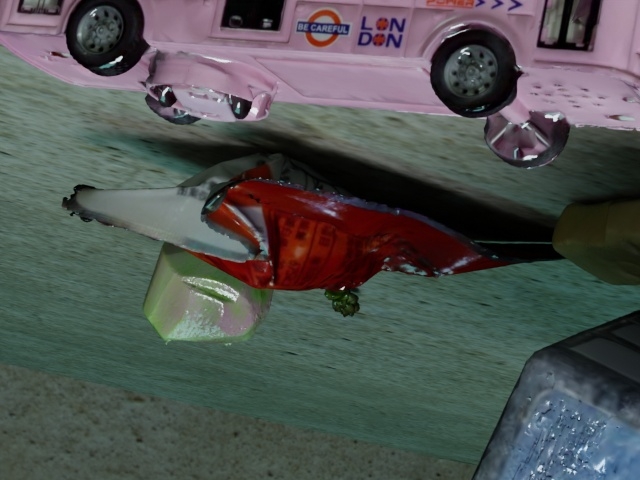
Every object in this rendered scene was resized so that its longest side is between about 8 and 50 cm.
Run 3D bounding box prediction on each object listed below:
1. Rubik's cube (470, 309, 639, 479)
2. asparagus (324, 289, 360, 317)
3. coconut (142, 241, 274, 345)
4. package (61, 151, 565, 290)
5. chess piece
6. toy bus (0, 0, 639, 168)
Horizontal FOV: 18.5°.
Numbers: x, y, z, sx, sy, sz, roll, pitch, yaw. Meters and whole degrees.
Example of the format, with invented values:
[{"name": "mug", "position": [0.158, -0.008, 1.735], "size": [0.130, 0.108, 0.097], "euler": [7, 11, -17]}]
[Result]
[{"name": "Rubik's cube", "position": [0.188, 0.224, 0.841], "size": [0.301, 0.305, 0.304], "euler": [27, -173, 16]}, {"name": "asparagus", "position": [0.012, 0.026, 1.336], "size": [0.024, 0.025, 0.248], "euler": [-31, 170, -4]}, {"name": "coconut", "position": [-0.071, 0.030, 1.298], "size": [0.082, 0.081, 0.083], "euler": [6, -150, -39]}, {"name": "package", "position": [0.000, 0.000, 1.066], "size": [0.194, 0.071, 0.269], "euler": [9, 174, 43]}, {"name": "chess piece", "position": [0.210, 0.031, 1.017], "size": [0.200, 0.090, 0.090], "euler": [32, 160, -33]}, {"name": "toy bus", "position": [0.006, -0.075, 0.566], "size": [0.203, 0.090, 0.063], "euler": [6, 169, 24]}]
